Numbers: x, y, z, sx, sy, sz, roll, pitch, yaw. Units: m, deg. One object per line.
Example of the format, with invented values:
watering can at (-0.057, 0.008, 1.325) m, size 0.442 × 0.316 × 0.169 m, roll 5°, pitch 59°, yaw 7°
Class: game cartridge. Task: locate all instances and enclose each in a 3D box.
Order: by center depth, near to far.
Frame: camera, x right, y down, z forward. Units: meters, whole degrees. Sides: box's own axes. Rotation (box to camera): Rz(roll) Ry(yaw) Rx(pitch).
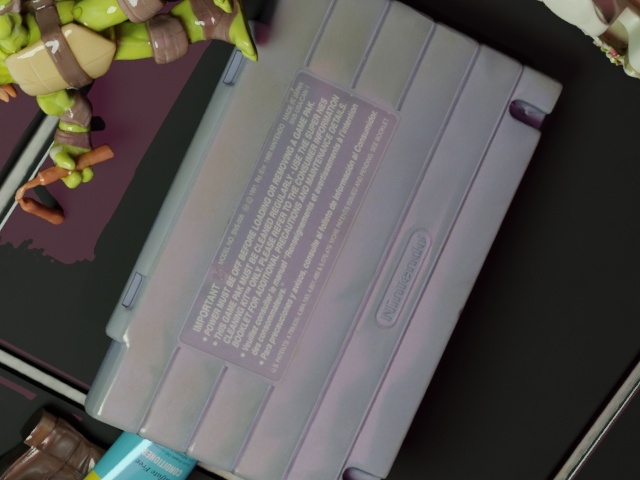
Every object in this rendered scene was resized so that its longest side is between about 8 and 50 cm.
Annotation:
game cartridge at (0.000, 0.000, 1.258) m, size 0.230 × 0.068 × 0.355 m, roll 25°, pitch 90°, yaw -13°

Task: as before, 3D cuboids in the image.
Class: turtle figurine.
turtle figurine at (-0.157, -0.124, 1.174) m, size 0.217 × 0.087 × 0.269 m, roll -18°, pitch 140°, yaw 5°

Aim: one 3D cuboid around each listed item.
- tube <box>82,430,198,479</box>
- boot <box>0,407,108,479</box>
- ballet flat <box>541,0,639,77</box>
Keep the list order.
tube at (-0.121, 0.157, 1.311) m, size 0.080 × 0.052 × 0.207 m, roll 36°, pitch 92°, yaw -21°
boot at (-0.193, 0.193, 1.337) m, size 0.114 × 0.037 × 0.106 m, roll 36°, pitch 102°, yaw -24°
ballet flat at (0.212, -0.160, 1.255) m, size 0.241 × 0.077 × 0.091 m, roll 31°, pitch 132°, yaw -15°
